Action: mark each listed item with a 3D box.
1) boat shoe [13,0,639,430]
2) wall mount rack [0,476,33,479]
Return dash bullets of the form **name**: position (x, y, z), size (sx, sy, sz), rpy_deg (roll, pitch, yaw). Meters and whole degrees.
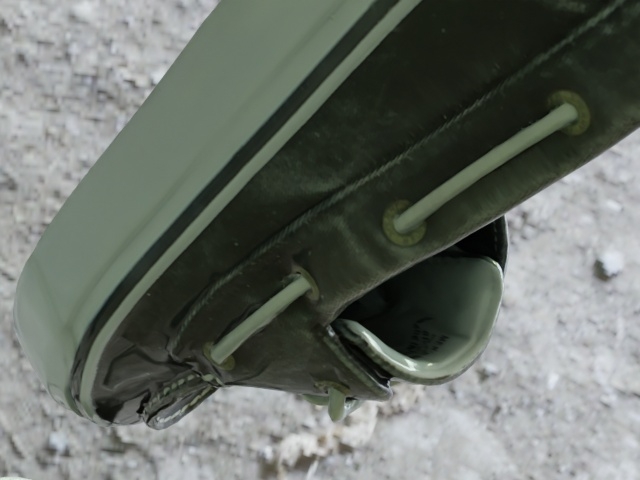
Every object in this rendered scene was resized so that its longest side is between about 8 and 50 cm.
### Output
- **boat shoe**: position (0.000, 0.000, 0.466), size (0.119, 0.335, 0.121), rpy_deg (48, 55, 5)
- **wall mount rack**: position (-0.152, 0.315, 0.795), size (0.304, 0.350, 0.130), rpy_deg (-32, 31, -33)
